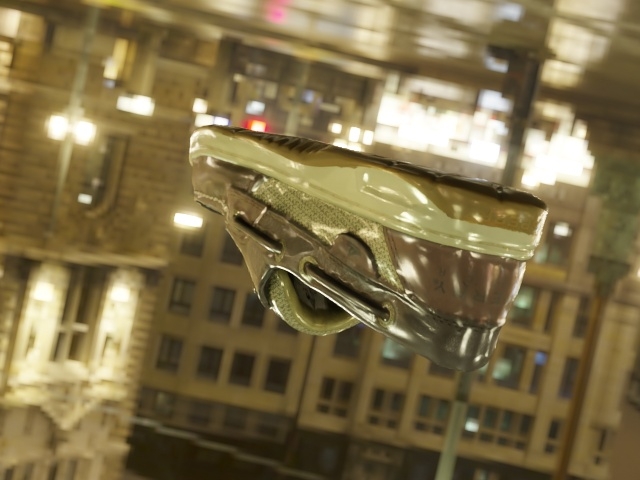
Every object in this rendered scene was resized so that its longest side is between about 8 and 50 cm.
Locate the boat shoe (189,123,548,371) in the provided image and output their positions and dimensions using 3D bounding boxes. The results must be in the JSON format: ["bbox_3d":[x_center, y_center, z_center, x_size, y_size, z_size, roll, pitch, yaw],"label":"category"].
[{"bbox_3d":[0.001,0.000,0.590,0.080,0.073,0.223,15,180,-30],"label":"boat shoe"}]
